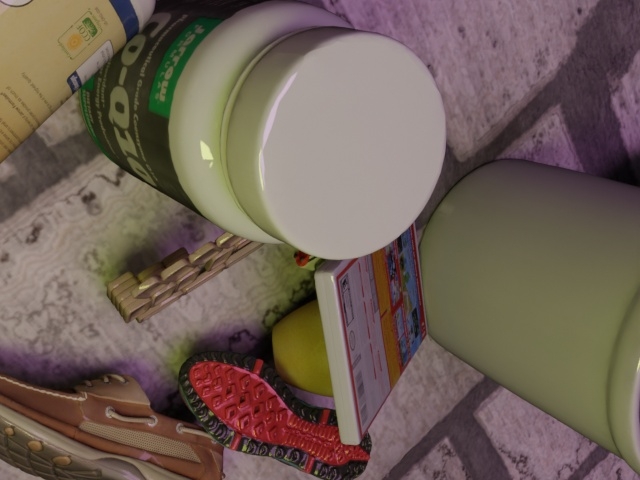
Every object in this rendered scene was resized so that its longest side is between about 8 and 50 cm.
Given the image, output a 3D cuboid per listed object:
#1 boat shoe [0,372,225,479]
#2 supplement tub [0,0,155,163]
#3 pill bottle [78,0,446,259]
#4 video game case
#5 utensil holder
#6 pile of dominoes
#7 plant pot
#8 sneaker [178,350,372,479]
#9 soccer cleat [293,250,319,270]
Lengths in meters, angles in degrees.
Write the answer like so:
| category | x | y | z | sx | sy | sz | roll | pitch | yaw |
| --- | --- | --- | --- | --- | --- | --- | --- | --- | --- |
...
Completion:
| category | x | y | z | sx | sy | sz | roll | pitch | yaw |
| --- | --- | --- | --- | --- | --- | --- | --- | --- | --- |
| boat shoe | -0.241 | 0.205 | 0.932 | 0.324 | 0.123 | 0.116 | 35 | 52 | -29 |
| supplement tub | -0.314 | -0.164 | 0.675 | 0.316 | 0.228 | 0.228 | -48 | 125 | -11 |
| pill bottle | -0.067 | -0.115 | 0.770 | 0.204 | 0.361 | 0.204 | -11 | 111 | -31 |
| video game case | 0.070 | 0.080 | 1.023 | 0.285 | 0.025 | 0.204 | -41 | 126 | -60 |
| utensil holder | 0.350 | 0.080 | 1.094 | 0.328 | 0.385 | 0.327 | -11 | 111 | -31 |
| pile of dominoes | -0.109 | -0.001 | 0.915 | 0.251 | 0.196 | 0.040 | -34 | 85 | -20 |
| plant pot | -0.007 | 0.131 | 1.048 | 0.095 | 0.134 | 0.134 | -7 | 113 | 3 |
| sneaker | -0.071 | 0.218 | 1.029 | 0.262 | 0.125 | 0.104 | 35 | 66 | -23 |
| soccer cleat | 0.000 | 0.000 | 1.060 | 0.036 | 0.029 | 0.083 | 33 | 90 | -45 |
